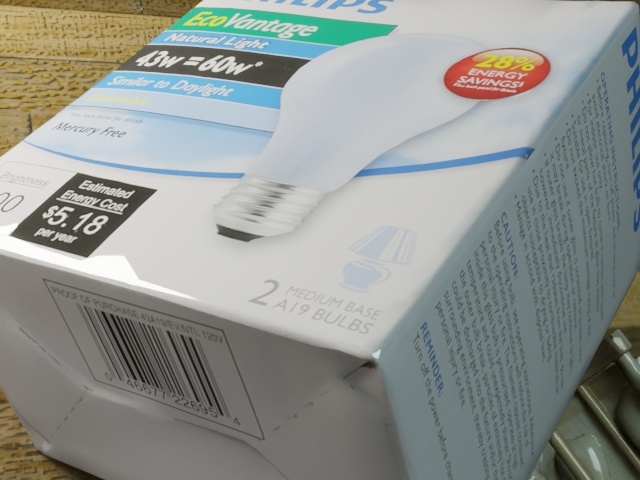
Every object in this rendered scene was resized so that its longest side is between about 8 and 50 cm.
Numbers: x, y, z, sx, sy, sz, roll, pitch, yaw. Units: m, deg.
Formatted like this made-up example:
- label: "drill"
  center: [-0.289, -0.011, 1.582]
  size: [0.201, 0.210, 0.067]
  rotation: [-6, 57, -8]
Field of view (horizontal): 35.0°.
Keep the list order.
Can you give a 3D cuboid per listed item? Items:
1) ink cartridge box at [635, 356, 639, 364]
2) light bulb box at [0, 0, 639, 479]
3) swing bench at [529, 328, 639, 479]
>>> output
- label: "ink cartridge box"
  center: [0.319, 0.174, 0.962]
  size: [0.063, 0.029, 0.115]
  rotation: [23, 53, -10]
- label: "light bulb box"
  center: [0.000, 0.000, 0.711]
  size: [0.358, 0.225, 0.361]
  rotation: [12, 44, 31]
- label: "swing bench"
  center: [0.200, 0.246, 0.784]
  size: [0.255, 0.165, 0.253]
  rotation: [-22, 69, -39]
